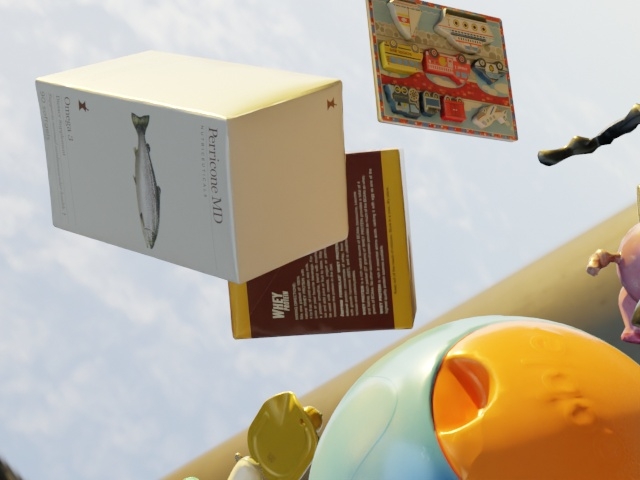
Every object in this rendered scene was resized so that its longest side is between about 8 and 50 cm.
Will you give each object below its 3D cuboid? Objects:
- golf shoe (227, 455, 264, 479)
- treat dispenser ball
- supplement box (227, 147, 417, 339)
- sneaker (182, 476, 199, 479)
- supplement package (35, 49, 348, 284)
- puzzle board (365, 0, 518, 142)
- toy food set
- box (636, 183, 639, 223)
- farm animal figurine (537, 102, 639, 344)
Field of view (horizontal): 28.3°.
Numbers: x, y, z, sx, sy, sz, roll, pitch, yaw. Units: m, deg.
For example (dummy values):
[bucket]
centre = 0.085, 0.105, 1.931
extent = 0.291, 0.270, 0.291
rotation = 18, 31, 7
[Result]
[golf shoe]
centre = -0.141, 0.416, 1.936
extent = 0.069, 0.176, 0.086
rotation = 23, -170, 35
[treat dispenser ball]
centre = 0.134, 0.197, 0.907
extent = 0.288, 0.288, 0.288
rotation = 39, -148, -31
[supplement box]
centre = 0.000, 0.000, 1.384
extent = 0.129, 0.194, 0.191
rotation = -40, -55, -82
[sneaker]
centre = -0.049, 0.353, 1.378
extent = 0.295, 0.109, 0.123
rotation = 35, -140, -5
[supplement package]
centre = -0.082, -0.053, 0.805
extent = 0.105, 0.179, 0.105
rotation = -23, -62, -44
[puzzle board]
centre = 0.087, -0.122, 0.888
extent = 0.128, 0.011, 0.096
rotation = 5, -106, -36
[toy food set]
centre = -0.054, 0.339, 2.143
extent = 0.128, 0.218, 0.071
rotation = 46, -140, 18
[box]
centre = 0.543, -0.030, 1.504
extent = 0.169, 0.290, 0.087
rotation = 53, -149, -32
[farm animal figurine]
centre = 0.296, -0.017, 0.530
extent = 0.330, 0.327, 0.172
rotation = 18, -99, -61
